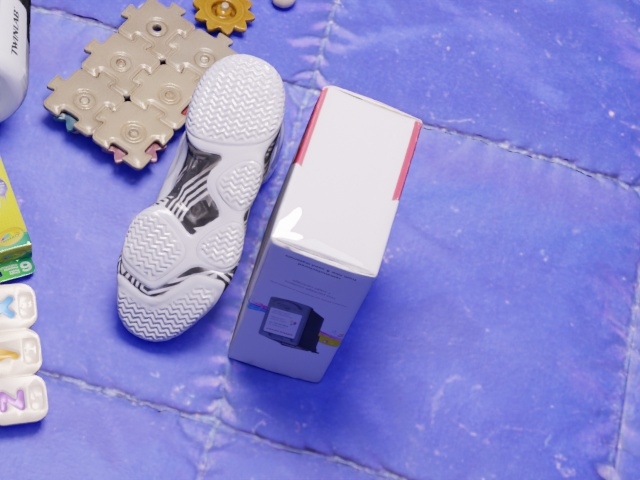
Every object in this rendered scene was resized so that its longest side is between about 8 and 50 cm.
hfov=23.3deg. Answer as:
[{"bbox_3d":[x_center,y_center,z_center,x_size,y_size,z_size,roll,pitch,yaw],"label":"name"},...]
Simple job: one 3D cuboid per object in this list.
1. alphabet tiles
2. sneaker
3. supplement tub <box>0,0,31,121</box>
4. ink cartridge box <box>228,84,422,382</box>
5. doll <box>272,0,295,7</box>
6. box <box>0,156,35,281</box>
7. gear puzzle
[{"bbox_3d":[-0.462,0.143,1.795,0.278,0.021,0.284,-6,72,-14],"label":"alphabet tiles"},{"bbox_3d":[-0.137,-0.051,1.930,0.137,0.210,0.365,22,94,1],"label":"sneaker"},{"bbox_3d":[-0.470,-0.324,1.963,0.207,0.207,0.338,2,62,-11],"label":"supplement tub"},{"bbox_3d":[0.000,0.000,1.826,0.131,0.306,0.226,18,60,-2],"label":"ink cartridge box"},{"bbox_3d":[-0.072,-0.409,2.183,0.129,0.046,0.189,-6,69,-25],"label":"doll"},{"bbox_3d":[-0.423,-0.028,1.906,0.105,0.043,0.179,-17,68,-18],"label":"box"},{"bbox_3d":[-0.210,-0.233,2.066,0.175,0.044,0.339,33,58,9],"label":"gear puzzle"}]
